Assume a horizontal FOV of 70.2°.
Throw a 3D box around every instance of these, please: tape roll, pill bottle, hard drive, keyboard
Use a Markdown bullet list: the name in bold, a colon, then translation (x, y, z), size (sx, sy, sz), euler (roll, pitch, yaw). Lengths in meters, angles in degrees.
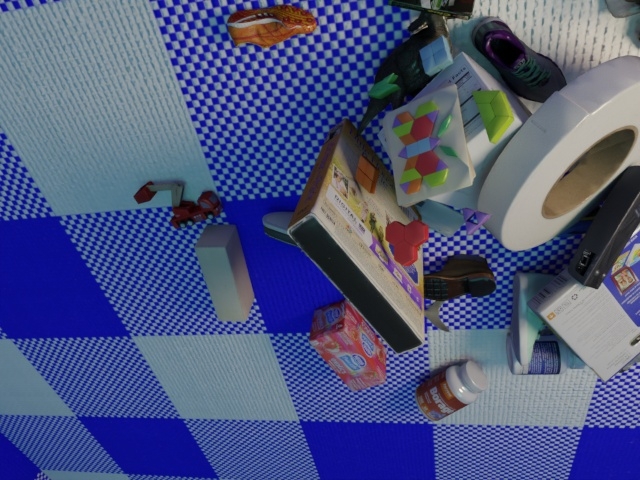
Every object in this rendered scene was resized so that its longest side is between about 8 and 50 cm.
- **tape roll**: translation (0.466, -0.140, 0.836), size (0.391, 0.072, 0.392), euler (-23, 145, -17)
- **pill bottle**: translation (0.407, 0.467, 1.421), size (0.121, 0.121, 0.216), euler (33, 125, -16)
- **pill bottle**: translation (0.627, 0.318, 1.276), size (0.186, 0.112, 0.112), euler (-4, 127, 13)
- **hard drive**: translation (0.604, -0.023, 0.938), size (0.171, 0.054, 0.255), euler (12, 108, -49)
- **keyboard**: translation (0.230, -0.086, 1.097), size (0.255, 0.014, 0.072), euler (26, 122, -11)

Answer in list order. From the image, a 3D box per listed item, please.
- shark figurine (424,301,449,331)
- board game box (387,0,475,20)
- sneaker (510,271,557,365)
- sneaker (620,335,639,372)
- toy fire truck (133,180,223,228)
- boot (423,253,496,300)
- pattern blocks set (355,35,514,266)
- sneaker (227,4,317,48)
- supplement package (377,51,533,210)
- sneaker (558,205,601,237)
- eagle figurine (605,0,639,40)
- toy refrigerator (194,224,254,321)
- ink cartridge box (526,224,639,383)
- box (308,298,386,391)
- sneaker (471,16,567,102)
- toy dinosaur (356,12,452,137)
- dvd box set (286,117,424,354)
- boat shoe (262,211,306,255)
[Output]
- **shark figurine**: translation (0.212, 0.166, 1.231), size (0.166, 0.116, 0.278), euler (-32, 114, 30)
- **board game box**: translation (0.197, -0.489, 0.703), size (0.136, 0.030, 0.260), euler (12, 99, 3)
- **sneaker**: translation (0.579, 0.208, 1.174), size (0.150, 0.094, 0.256), euler (-1, 104, 7)
- **sneaker**: translation (0.879, 0.311, 1.257), size (0.228, 0.086, 0.132), euler (-5, 132, 25)
- **toy fire truck**: translation (-0.359, -0.100, 1.158), size (0.191, 0.047, 0.135), euler (-15, 122, 19)
- **boot**: translation (0.329, 0.092, 1.164), size (0.218, 0.106, 0.082), euler (-2, 123, 17)
- **pattern blocks set**: translation (0.171, -0.151, 0.749), size (0.285, 0.325, 0.026), euler (-33, 156, 36)
- **sneaker**: translation (-0.091, -0.409, 0.879), size (0.174, 0.064, 0.067), euler (4, 148, 13)
- **supplement package**: translation (0.279, -0.182, 0.852), size (0.261, 0.145, 0.204), euler (7, 141, -46)
- **sneaker**: translation (0.531, -0.034, 1.049), size (0.209, 0.069, 0.082), euler (-3, 130, 12)
- **eagle figurine**: translation (0.636, -0.373, 0.726), size (0.297, 0.226, 0.226), euler (-5, 177, -23)
- **toy refrigerator**: translation (-0.262, 0.094, 1.258), size (0.094, 0.102, 0.270), euler (0, 128, 10)
- **ink cartridge box**: translation (0.704, 0.149, 1.096), size (0.303, 0.072, 0.307), euler (-45, 113, 7)
- **box**: translation (0.088, 0.313, 1.352), size (0.122, 0.128, 0.257), euler (-23, 120, 24)
- **sneaker**: translation (0.371, -0.314, 0.841), size (0.223, 0.098, 0.083), euler (30, 126, -14)
- **toy dinosaur**: translation (0.173, -0.319, 0.864), size (0.120, 0.161, 0.313), euler (-4, 151, -34)
- **dvd box set**: translation (0.095, -0.036, 0.884), size (0.062, 0.421, 0.308), euler (-30, 114, 27)
- **boat shoe**: translation (0.000, 0.003, 1.140), size (0.304, 0.109, 0.091), euler (12, 124, -4)
